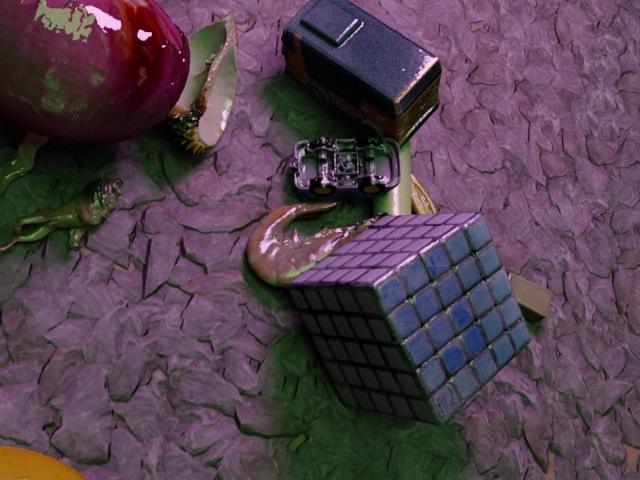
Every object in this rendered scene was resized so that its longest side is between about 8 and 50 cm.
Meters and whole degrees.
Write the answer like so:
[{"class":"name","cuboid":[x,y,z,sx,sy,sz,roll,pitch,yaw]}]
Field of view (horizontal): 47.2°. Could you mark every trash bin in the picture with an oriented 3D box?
[{"class":"trash bin","cuboid":[0.379,0.105,1.372,0.092,0.043,0.061,27,61,-11]}]

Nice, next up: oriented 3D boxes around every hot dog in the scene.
[{"class":"hot dog","cuboid":[0.193,-0.060,1.364,0.044,0.028,0.137,-27,79,-6]}]

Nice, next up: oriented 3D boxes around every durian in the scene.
[{"class":"durian","cuboid":[-0.201,-0.258,1.204,0.144,0.139,0.252,27,61,-7]}]

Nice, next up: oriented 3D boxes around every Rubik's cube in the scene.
[{"class":"Rubik's cube","cuboid":[0.133,0.110,1.113,0.237,0.238,0.237,-34,106,-29]}]

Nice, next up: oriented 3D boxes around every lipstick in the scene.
[{"class":"lipstick","cuboid":[0.131,-0.162,1.352,0.076,0.076,0.304,12,64,-20]}]

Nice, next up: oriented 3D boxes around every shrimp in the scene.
[{"class":"shrimp","cuboid":[-0.012,-0.011,1.232,0.254,0.059,0.145,-34,67,-23]}]

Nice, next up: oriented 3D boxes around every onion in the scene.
[{"class":"onion","cuboid":[-0.376,-0.270,1.056,0.358,0.345,0.358,18,49,-22]}]

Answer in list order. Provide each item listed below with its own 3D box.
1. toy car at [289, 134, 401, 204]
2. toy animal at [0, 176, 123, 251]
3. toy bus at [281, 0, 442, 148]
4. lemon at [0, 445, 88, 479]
[{"class":"toy car","cuboid":[0.042,-0.118,1.279,0.191,0.100,0.097,-2,68,3]},{"class":"toy animal","cuboid":[-0.377,-0.023,1.069,0.220,0.069,0.086,-30,62,-36]},{"class":"toy bus","cuboid":[0.068,-0.305,1.288,0.275,0.167,0.138,38,75,18]},{"class":"lemon","cuboid":[-0.357,0.352,0.822,0.263,0.236,0.236,46,58,3]}]
